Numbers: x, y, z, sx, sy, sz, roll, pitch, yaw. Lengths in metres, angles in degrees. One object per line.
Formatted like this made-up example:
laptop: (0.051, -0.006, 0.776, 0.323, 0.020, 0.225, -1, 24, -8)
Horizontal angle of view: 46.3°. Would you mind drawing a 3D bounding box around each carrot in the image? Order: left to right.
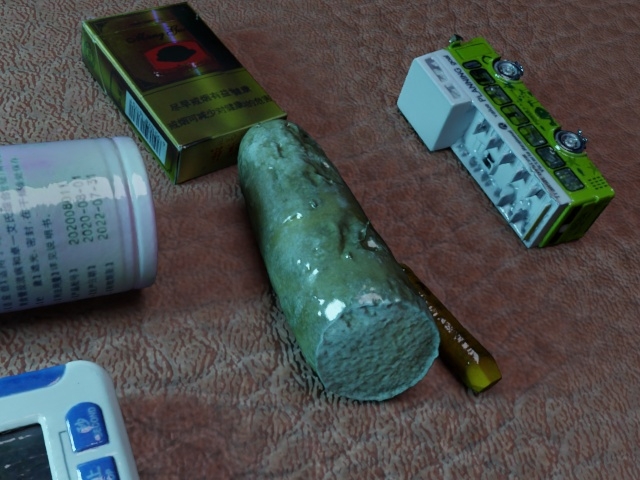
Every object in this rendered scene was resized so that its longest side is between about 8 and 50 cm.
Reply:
carrot: (0.128, 0.089, 0.803, 0.042, 0.042, 0.171, -20, 57, -30)

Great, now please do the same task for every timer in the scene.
timer: (-0.219, 0.222, 0.556, 0.178, 0.078, 0.253, -10, 55, -23)

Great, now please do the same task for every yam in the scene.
yam: (0.000, 0.000, 0.777, 0.133, 0.133, 0.330, -10, 54, -24)

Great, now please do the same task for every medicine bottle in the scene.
medicine bottle: (-0.290, -0.010, 0.680, 0.254, 0.152, 0.152, -9, 54, -23)

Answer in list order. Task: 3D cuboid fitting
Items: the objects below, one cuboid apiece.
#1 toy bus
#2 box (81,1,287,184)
toy bus: (0.236, -0.131, 0.978, 0.139, 0.113, 0.302, -18, 59, -25)
box: (-0.170, -0.191, 0.926, 0.159, 0.071, 0.240, -24, 62, -30)
